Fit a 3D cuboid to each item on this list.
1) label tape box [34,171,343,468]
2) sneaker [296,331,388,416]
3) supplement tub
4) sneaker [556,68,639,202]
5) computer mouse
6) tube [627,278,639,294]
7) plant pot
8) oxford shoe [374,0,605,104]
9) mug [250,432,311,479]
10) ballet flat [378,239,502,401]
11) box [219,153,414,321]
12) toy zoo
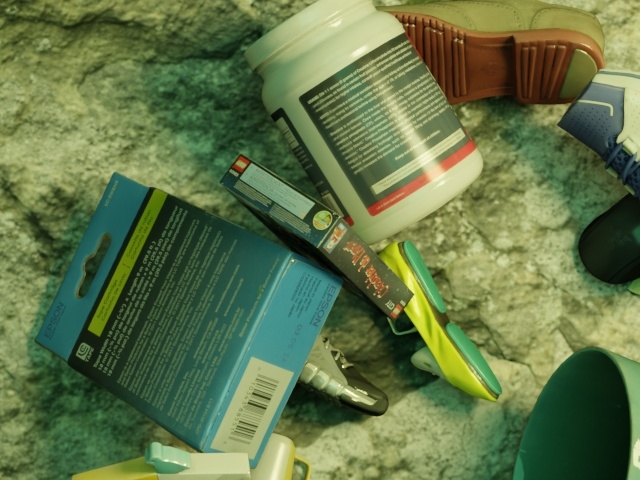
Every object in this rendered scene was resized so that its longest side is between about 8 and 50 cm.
[{"bbox_3d":[-0.161,0.084,1.565,0.333,0.106,0.241,25,89,43],"label":"label tape box"},{"bbox_3d":[-0.002,0.112,1.609,0.228,0.086,0.132,26,78,6],"label":"sneaker"},{"bbox_3d":[0.050,-0.149,1.582,0.191,0.191,0.272,-32,94,-6],"label":"supplement tub"},{"bbox_3d":[0.414,-0.056,1.545,0.315,0.127,0.182,28,69,4],"label":"sneaker"},{"bbox_3d":[0.419,-0.074,1.648,0.262,0.060,0.184,-28,70,-1],"label":"computer mouse"},{"bbox_3d":[0.500,0.085,1.619,0.240,0.062,0.070,34,39,22],"label":"tube"},{"bbox_3d":[0.376,0.286,1.480,0.235,0.293,0.293,15,79,-12],"label":"plant pot"},{"bbox_3d":[0.184,-0.250,1.684,0.348,0.123,0.130,9,42,9],"label":"oxford shoe"},{"bbox_3d":[-0.055,0.268,1.598,0.062,0.078,0.064,3,66,34],"label":"mug"},{"bbox_3d":[0.132,0.109,1.622,0.077,0.077,0.231,-35,77,15],"label":"ballet flat"},{"bbox_3d":[0.000,0.000,1.531,0.159,0.233,0.044,33,83,33],"label":"box"},{"bbox_3d":[-0.163,0.320,1.480,0.192,0.293,0.030,-7,43,-1],"label":"toy zoo"}]
